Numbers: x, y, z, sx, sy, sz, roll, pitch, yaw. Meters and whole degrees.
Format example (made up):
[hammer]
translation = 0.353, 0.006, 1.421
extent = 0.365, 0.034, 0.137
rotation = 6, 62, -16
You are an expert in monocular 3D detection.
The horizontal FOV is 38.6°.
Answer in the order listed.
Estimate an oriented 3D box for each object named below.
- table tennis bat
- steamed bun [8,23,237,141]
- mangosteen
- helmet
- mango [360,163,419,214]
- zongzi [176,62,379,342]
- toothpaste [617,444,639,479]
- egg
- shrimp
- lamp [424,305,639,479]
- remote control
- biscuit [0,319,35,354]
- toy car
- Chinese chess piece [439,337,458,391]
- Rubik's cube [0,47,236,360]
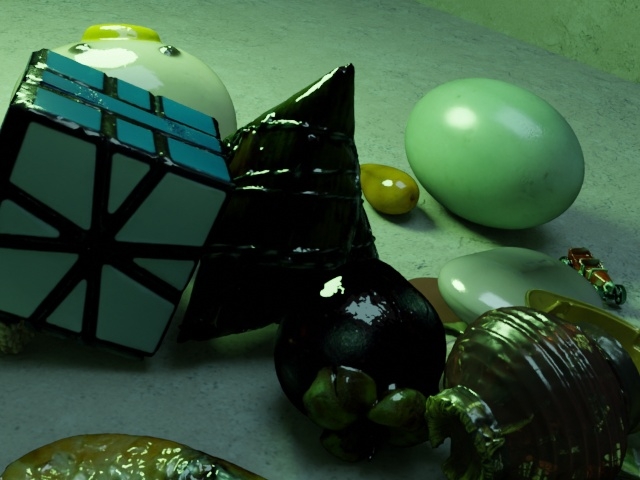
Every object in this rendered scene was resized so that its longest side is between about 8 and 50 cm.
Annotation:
[table tennis bat]
translation = 0.215, 0.122, 1.450
extent = 0.138, 0.022, 0.246
rotation = 2, 26, -19
[steamed bun]
translation = -0.325, -0.185, 1.525
extent = 0.374, 0.334, 0.334
rotation = -4, 30, -17
[mangosteen]
translation = 0.055, 0.150, 1.131
extent = 0.243, 0.243, 0.243
rotation = 9, 27, -4
[helmet]
translation = 0.363, 0.188, 1.235
extent = 0.257, 0.140, 0.205
rotation = 21, 25, -6
[mango]
translation = 0.128, -0.104, 1.792
extent = 0.102, 0.085, 0.184
rotation = -6, 21, -23
[zongzi]
translation = 0.000, 0.000, 1.311
extent = 0.362, 0.383, 0.319
rotation = 19, -19, -29
[toothpaste]
translation = 0.302, 0.259, 1.185
extent = 0.248, 0.047, 0.078
rotation = 15, 20, 5
[egg]
translation = 0.331, -0.171, 1.782
extent = 0.276, 0.276, 0.389
rotation = -13, 34, -39
[shrimp]
translation = -0.124, 0.307, 0.888
extent = 0.445, 0.085, 0.272
rotation = 10, 32, 4
[lamp]
translation = 0.235, 0.193, 1.036
extent = 0.247, 0.247, 0.247
rotation = 9, 27, -4
[remote control]
translation = 0.320, 0.085, 1.444
extent = 0.221, 0.103, 0.332
rotation = 35, 28, 30
[biscuit]
translation = -0.454, 0.093, 1.189
extent = 0.168, 0.070, 0.082
rotation = 19, 26, 7
[toy car]
translation = 0.483, 0.065, 1.623
extent = 0.073, 0.054, 0.143
rotation = 1, 27, -17
[Chinese chess piece]
translation = 0.218, 0.188, 1.285
extent = 0.122, 0.051, 0.122
rotation = 9, 24, -4
[Rubik's cube]
translation = -0.304, -0.050, 1.213
extent = 0.288, 0.293, 0.283
rotation = 19, 18, -21
